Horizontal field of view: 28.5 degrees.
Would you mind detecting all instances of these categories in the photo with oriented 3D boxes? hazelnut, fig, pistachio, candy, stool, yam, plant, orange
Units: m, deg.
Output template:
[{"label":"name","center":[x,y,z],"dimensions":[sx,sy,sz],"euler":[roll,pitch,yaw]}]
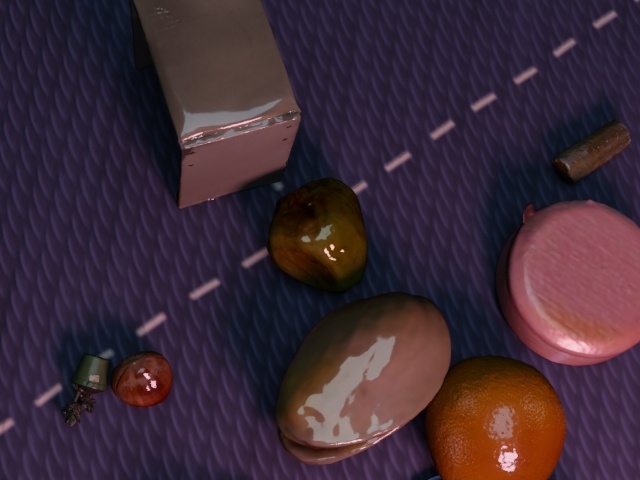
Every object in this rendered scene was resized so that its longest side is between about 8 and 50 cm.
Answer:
[{"label":"hazelnut","center":[-0.245,0.190,1.734],"dimensions":[0.086,0.086,0.086],"euler":[3,73,-8]},{"label":"fig","center":[0.000,0.000,1.809],"dimensions":[0.166,0.144,0.154],"euler":[58,37,2]},{"label":"pistachio","center":[0.060,0.189,1.731],"dimensions":[0.197,0.166,0.288],"euler":[34,71,24]},{"label":"candy","center":[0.378,0.056,1.866],"dimensions":[0.255,0.094,0.255],"euler":[3,73,-8]},{"label":"stool","center":[-0.154,-0.214,1.774],"dimensions":[0.170,0.270,0.244],"euler":[-16,76,-12]},{"label":"yam","center":[0.421,-0.137,1.956],"dimensions":[0.132,0.054,0.054],"euler":[-32,81,-18]},{"label":"plant","center":[-0.322,0.208,1.735],"dimensions":[0.051,0.051,0.102],"euler":[19,84,-3]},{"label":"orange","center":[0.239,0.261,1.734],"dimensions":[0.206,0.206,0.206],"euler":[3,73,-8]}]

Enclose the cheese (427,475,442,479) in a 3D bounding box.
[{"label":"cheese","center":[0.123,0.409,1.750],"dimensions":[0.256,0.037,0.106],"euler":[-26,78,-14]}]
